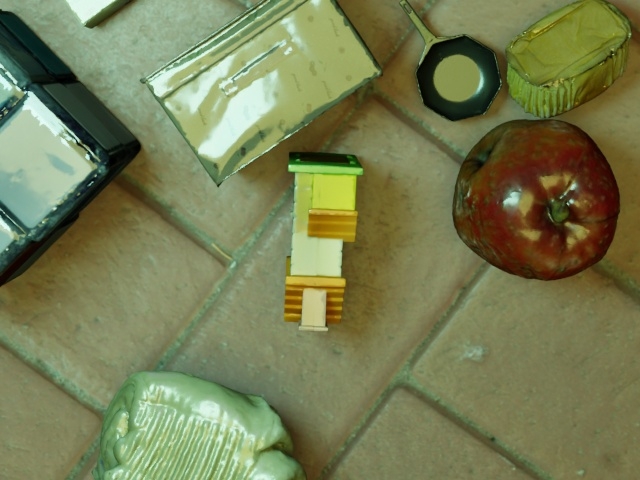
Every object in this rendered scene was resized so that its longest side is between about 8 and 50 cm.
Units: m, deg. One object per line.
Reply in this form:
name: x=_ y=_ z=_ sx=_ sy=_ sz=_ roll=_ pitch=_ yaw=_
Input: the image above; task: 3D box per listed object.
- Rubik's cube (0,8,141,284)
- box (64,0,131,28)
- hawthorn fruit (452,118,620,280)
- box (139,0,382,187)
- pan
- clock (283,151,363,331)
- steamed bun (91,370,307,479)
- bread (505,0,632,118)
Rubik's cube: x=-0.492 y=-0.129 z=1.732 sx=0.313 sy=0.316 sz=0.318 roll=-44 pitch=95 yaw=6
box: x=-0.317 y=-0.449 z=1.790 sx=0.212 sy=0.095 sz=0.168 roll=-34 pitch=96 yaw=6
hawthorn fruit: x=0.325 y=-0.056 z=1.773 sx=0.258 sy=0.262 sz=0.258 roll=-15 pitch=132 yaw=-18
box: x=-0.078 y=-0.243 z=1.755 sx=0.297 sy=0.225 sz=0.190 roll=-32 pitch=97 yaw=7
pan: x=0.204 y=-0.288 z=1.834 sx=0.128 sy=0.048 sz=0.202 roll=-14 pitch=100 yaw=1
clock: x=0.000 y=0.000 z=1.797 sx=0.106 sy=0.220 sz=0.255 roll=2 pitch=100 yaw=-1
steamed bun: x=-0.192 y=0.390 z=1.845 sx=0.352 sy=0.247 sz=0.339 roll=18 pitch=83 yaw=7
bread: x=0.374 y=-0.273 z=1.792 sx=0.190 sy=0.114 sz=0.132 roll=-28 pitch=62 yaw=-7
